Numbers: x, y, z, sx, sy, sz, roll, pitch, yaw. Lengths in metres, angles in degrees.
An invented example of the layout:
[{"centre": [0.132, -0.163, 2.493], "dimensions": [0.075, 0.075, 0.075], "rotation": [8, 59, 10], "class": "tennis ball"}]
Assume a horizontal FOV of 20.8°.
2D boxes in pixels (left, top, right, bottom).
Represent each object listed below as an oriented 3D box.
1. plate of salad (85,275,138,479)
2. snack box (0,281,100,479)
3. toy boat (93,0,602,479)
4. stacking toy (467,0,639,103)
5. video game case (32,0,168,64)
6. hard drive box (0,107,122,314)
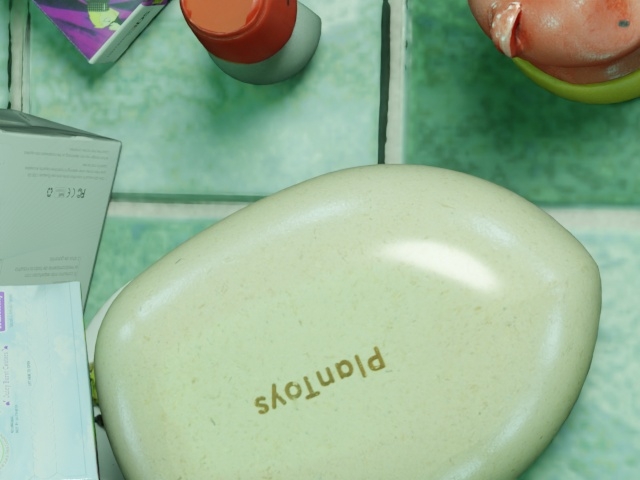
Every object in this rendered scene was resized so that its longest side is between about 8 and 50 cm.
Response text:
[{"centre": [-0.069, 0.109, 0.992], "dimensions": [0.200, 0.048, 0.200], "rotation": [0, 91, 25], "class": "plate of salad"}, {"centre": [-0.148, 0.153, 0.911], "dimensions": [0.070, 0.174, 0.207], "rotation": [-3, 121, -9], "class": "snack box"}, {"centre": [0.000, 0.000, 0.914], "dimensions": [0.267, 0.148, 0.318], "rotation": [-17, 87, 7], "class": "toy boat"}, {"centre": [0.200, -0.218, 0.820], "dimensions": [0.279, 0.130, 0.309], "rotation": [5, 93, 25], "class": "stacking toy"}, {"centre": [-0.135, -0.255, 0.999], "dimensions": [0.210, 0.042, 0.232], "rotation": [-44, 85, 19], "class": "video game case"}, {"centre": [-0.217, 0.041, 0.987], "dimensions": [0.089, 0.181, 0.232], "rotation": [16, 96, 24], "class": "hard drive box"}]
